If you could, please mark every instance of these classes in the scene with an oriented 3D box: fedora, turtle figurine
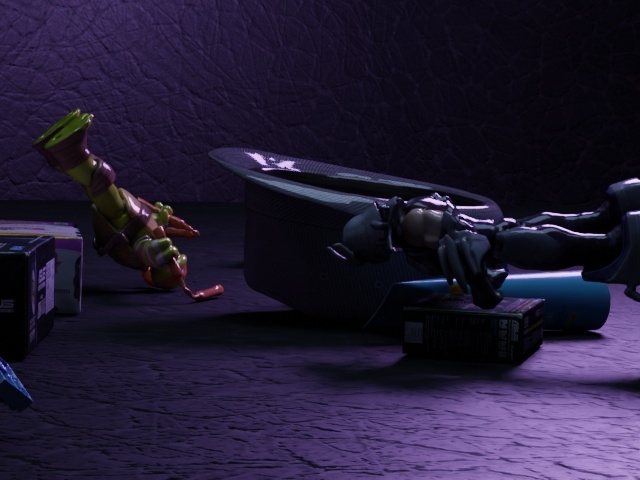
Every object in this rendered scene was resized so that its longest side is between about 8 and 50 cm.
[{"bbox_3d":[0.025,0.003,1.534,0.275,0.124,0.244,10,8,0],"label":"fedora"},{"bbox_3d":[-0.200,-0.027,1.712,0.087,0.217,0.269,-36,16,3],"label":"turtle figurine"}]

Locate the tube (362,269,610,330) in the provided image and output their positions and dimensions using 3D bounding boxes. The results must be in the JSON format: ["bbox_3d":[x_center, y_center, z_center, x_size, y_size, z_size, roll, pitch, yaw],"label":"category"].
[{"bbox_3d":[0.143,0.052,1.437,0.207,0.052,0.080,0,-34,-21],"label":"tube"}]

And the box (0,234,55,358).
[{"bbox_3d":[-0.280,0.037,1.268,0.147,0.077,0.180,1,4,-2],"label":"box"}]

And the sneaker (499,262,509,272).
[{"bbox_3d":[0.145,0.010,1.967,0.078,0.067,0.188,7,4,-27],"label":"sneaker"}]

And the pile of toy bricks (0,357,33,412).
[{"bbox_3d":[-0.250,0.049,0.914,0.212,0.105,0.118,48,-3,34],"label":"pile of toy bricks"}]

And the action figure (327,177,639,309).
[{"bbox_3d":[0.146,0.004,1.294,0.285,0.099,0.185,-1,11,7],"label":"action figure"}]

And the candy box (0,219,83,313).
[{"bbox_3d":[-0.301,0.020,1.573,0.159,0.071,0.233,2,4,-10],"label":"candy box"}]

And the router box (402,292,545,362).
[{"bbox_3d":[0.120,0.066,1.314,0.092,0.038,0.122,2,4,15],"label":"router box"}]
